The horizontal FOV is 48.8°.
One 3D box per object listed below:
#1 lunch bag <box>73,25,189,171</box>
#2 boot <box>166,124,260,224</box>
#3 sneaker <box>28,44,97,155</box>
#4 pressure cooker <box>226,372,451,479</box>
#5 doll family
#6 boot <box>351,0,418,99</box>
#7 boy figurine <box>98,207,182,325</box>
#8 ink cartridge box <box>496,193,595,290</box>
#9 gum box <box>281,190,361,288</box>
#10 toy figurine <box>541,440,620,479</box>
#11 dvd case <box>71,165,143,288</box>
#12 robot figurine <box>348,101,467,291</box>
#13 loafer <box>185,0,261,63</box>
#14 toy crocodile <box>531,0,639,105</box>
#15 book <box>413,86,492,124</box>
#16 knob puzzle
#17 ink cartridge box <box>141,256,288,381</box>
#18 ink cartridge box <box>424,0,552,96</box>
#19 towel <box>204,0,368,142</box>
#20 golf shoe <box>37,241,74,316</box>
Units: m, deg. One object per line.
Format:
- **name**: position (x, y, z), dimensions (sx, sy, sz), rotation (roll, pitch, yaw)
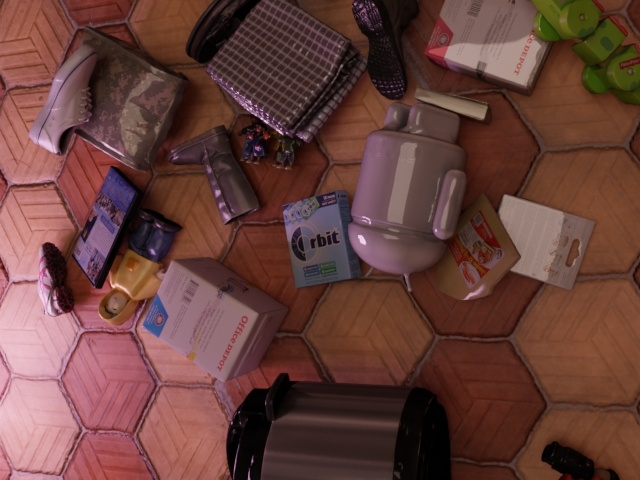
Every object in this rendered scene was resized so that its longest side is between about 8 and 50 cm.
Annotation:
- **lunch bag**: position (-0.442, -0.316, 1.615), dimensions (0.287, 0.169, 0.235), rotation (34, 103, 21)
- **boot**: position (-0.244, -0.136, 1.601), dimensions (0.189, 0.076, 0.209), rotation (-19, 97, 34)
- **sneaker**: position (-0.534, -0.299, 1.528), dimensions (0.091, 0.094, 0.258), rotation (35, 115, -3)
- **pressure cooker**: position (0.021, 0.458, 1.351), dimensions (0.420, 0.375, 0.370), rotation (0, 73, 20)
- **doll family**: position (-0.112, -0.220, 1.547), dimensions (0.192, 0.076, 0.112), rotation (11, 98, 22)
- **boot**: position (0.158, -0.424, 1.427), dimensions (0.083, 0.247, 0.161), rotation (13, 50, 36)
- **boy figurine**: position (-0.440, 0.065, 1.655), dimensions (0.177, 0.092, 0.285), rotation (31, 96, 17)
- **ink cartridge box**: position (0.422, 0.001, 1.377), dimensions (0.179, 0.045, 0.146), rotation (18, 96, 9)
- **gum box**: position (0.000, 0.000, 1.497), dimensions (0.156, 0.041, 0.185), rotation (-12, 85, 40)
- **toy figurine**: position (0.450, 0.499, 1.273), dimensions (0.148, 0.213, 0.210), rotation (30, 101, 3)
- **dvd case**: position (-0.508, -0.034, 1.672), dimensions (0.180, 0.022, 0.253), rotation (36, 103, 46)
- **robot figurine**: position (0.167, -0.086, 1.378), dimensions (0.300, 0.199, 0.354), rotation (18, 97, 60)
- **loafer**: position (-0.176, -0.504, 1.555), dimensions (0.095, 0.109, 0.302), rotation (44, 101, 10)
- **toy crocodile**: position (0.487, -0.359, 1.249), dimensions (0.340, 0.115, 0.105), rotation (42, 90, -12)
- **book**: position (0.264, -0.263, 1.398), dimensions (0.144, 0.096, 0.035), rotation (19, 94, 18)
- **knob puzzle**: position (0.299, 0.035, 1.383), dimensions (0.213, 0.029, 0.213), rotation (-27, 57, 50)
- **ink cartridge box**: position (-0.225, 0.166, 1.535), dimensions (0.232, 0.168, 0.171), rotation (31, 101, 17)
- **ink cartridge box**: position (0.337, -0.394, 1.373), dimensions (0.217, 0.092, 0.159), rotation (25, 97, 20)
- **towel**: position (-0.074, -0.364, 1.466), dimensions (0.283, 0.121, 0.235), rotation (38, 87, 26)
- **golf shoe**: position (-0.678, 0.098, 1.753), dimensions (0.085, 0.067, 0.186), rotation (-14, 86, 21)
